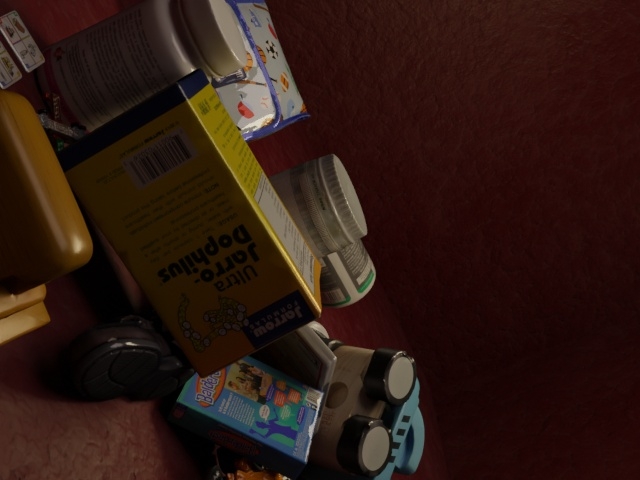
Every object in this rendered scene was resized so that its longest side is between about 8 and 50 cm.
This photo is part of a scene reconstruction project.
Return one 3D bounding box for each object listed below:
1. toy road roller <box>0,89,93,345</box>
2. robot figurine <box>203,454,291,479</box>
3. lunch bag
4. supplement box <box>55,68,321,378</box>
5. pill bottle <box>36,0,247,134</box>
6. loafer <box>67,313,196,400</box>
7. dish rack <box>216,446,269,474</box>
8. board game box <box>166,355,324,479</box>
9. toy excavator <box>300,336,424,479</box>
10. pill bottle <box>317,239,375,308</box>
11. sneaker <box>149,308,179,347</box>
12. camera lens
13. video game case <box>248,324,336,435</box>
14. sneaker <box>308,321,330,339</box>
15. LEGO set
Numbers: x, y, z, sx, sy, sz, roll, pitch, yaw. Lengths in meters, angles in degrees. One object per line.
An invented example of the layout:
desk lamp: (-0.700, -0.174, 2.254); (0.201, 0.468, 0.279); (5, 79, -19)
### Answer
toy road roller: (-0.293, -0.008, 0.647); (0.329, 0.240, 0.203); (-47, 115, -82)
robot figurine: (-0.091, 0.451, 1.115); (0.211, 0.085, 0.291); (17, 49, -48)
lunch bag: (-0.217, -0.372, 1.795); (0.385, 0.239, 0.328); (-34, 104, -62)
supplement box: (-0.166, -0.029, 1.095); (0.357, 0.195, 0.194); (59, 9, -14)
pill bottle: (-0.265, -0.270, 1.194); (0.160, 0.283, 0.160); (-21, 90, -79)
loafer: (-0.252, 0.143, 1.016); (0.095, 0.109, 0.302); (53, -1, 17)
dish rack: (-0.110, 0.329, 1.366); (0.271, 0.074, 0.208); (53, 20, -55)
board game box: (-0.108, 0.251, 1.202); (0.210, 0.047, 0.160); (28, 31, -5)
toy excavator: (0.105, 0.470, 1.588); (0.445, 0.222, 0.433); (47, 57, -39)
pill bottle: (0.000, 0.000, 2.174); (0.204, 0.204, 0.361); (-97, 162, -53)
sneaker: (-0.221, 0.101, 1.267); (0.094, 0.081, 0.208); (60, 24, -43)
camera lens: (-0.055, -0.054, 1.822); (0.219, 0.274, 0.219); (-21, 90, -79)
video game case: (-0.060, 0.204, 1.362); (0.204, 0.025, 0.285); (47, -30, 25)
sneaker: (0.018, 0.348, 1.884); (0.321, 0.124, 0.180); (47, 25, -34)
LEGO set: (-0.397, -0.161, 1.046); (0.244, 0.060, 0.182); (62, 25, -24)
